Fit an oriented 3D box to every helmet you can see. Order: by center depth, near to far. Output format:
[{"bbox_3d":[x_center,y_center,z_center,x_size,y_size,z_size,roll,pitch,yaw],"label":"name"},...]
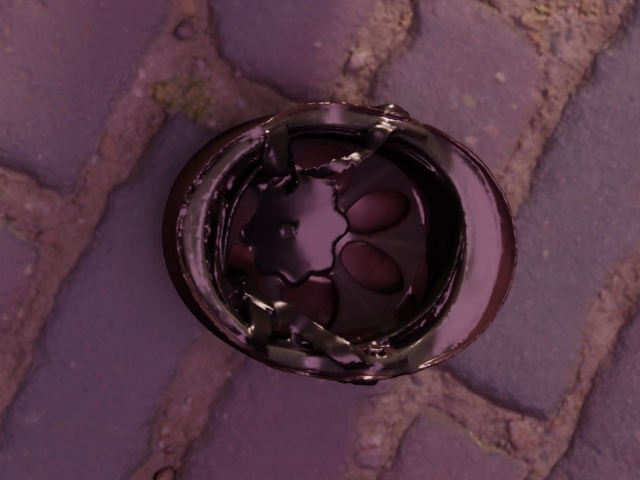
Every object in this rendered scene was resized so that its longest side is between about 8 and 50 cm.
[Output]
[{"bbox_3d":[0.000,0.000,1.899,0.338,0.197,0.270,2,92,-22],"label":"helmet"}]
